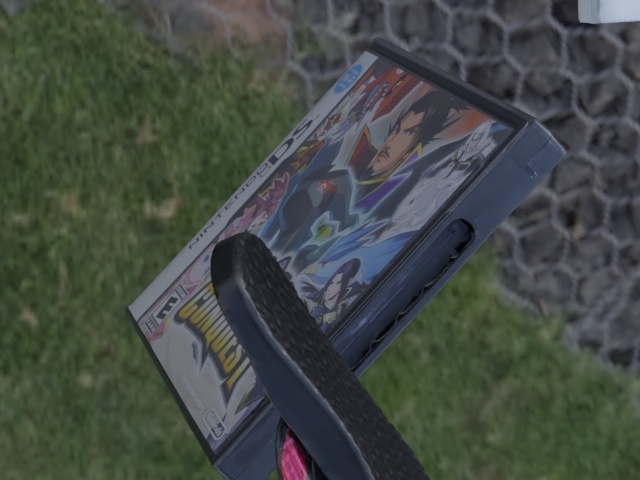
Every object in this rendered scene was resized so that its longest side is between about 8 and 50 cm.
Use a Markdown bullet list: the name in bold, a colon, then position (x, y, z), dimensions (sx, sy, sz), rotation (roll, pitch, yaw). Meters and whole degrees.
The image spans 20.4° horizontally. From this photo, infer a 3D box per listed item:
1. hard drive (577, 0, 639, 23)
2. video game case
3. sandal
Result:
- **hard drive**: position (0.270, -0.318, 1.105), dimensions (0.233, 0.047, 0.353), rotation (-5, 101, -14)
- **video game case**: position (0.000, 0.000, 1.048), dimensions (0.035, 0.275, 0.248), rotation (43, 90, -22)
- **sandal**: position (0.002, 0.079, 0.666), dimensions (0.040, 0.067, 0.179), rotation (-29, 103, 15)
